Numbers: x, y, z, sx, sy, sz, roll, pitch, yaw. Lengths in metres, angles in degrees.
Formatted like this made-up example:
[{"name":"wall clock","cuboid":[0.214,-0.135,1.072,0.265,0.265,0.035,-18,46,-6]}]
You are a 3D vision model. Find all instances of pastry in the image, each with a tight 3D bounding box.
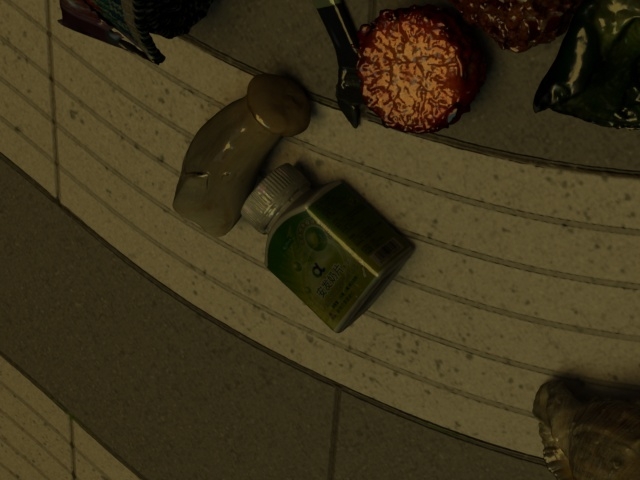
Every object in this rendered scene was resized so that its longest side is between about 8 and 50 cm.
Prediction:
[{"name":"pastry","cuboid":[0.160,-0.268,1.211,0.208,0.097,0.115,41,144,17]}]

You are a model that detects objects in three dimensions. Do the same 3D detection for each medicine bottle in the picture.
[{"name":"medicine bottle","cuboid":[0.000,0.000,1.493,0.188,0.088,0.132,43,133,10]}]

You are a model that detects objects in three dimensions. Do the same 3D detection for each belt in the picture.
[{"name":"belt","cuboid":[-0.194,-0.361,1.364,0.160,0.207,0.295,34,146,13]}]

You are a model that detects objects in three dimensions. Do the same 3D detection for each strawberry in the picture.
[{"name":"strawberry","cuboid":[0.106,-0.184,1.309,0.145,0.086,0.145,19,126,28]}]

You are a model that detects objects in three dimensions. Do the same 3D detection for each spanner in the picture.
[{"name":"spanner","cuboid":[0.003,-0.266,1.388,0.087,0.024,0.315,-16,104,47]}]

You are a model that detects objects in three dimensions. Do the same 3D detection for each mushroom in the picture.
[{"name":"mushroom","cuboid":[-0.107,-0.107,1.514,0.247,0.096,0.108,-50,52,39]}]

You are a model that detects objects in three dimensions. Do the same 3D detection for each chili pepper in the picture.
[{"name":"chili pepper","cuboid":[0.349,-0.143,1.144,0.265,0.116,0.148,26,116,23]}]

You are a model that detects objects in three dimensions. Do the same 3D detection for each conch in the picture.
[{"name":"conch","cuboid":[0.309,0.243,1.355,0.245,0.163,0.178,44,123,51]}]
